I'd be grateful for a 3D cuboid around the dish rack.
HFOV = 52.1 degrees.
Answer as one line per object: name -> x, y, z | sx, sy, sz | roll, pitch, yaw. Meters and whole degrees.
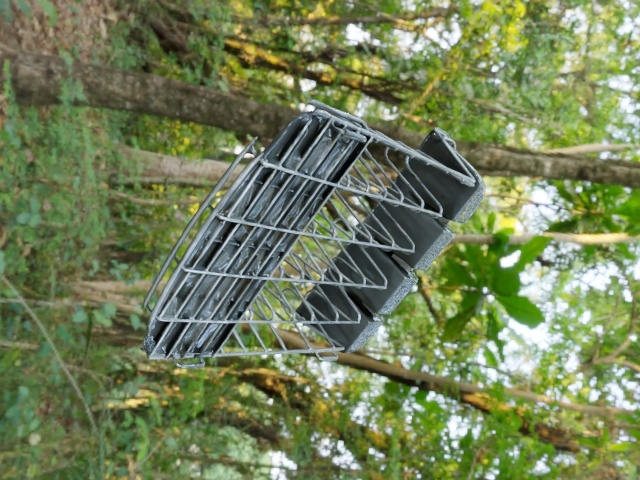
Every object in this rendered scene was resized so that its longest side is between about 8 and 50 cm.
dish rack -> 0.000, 0.000, 0.464 | 0.074, 0.271, 0.208 | 46, -70, 30
